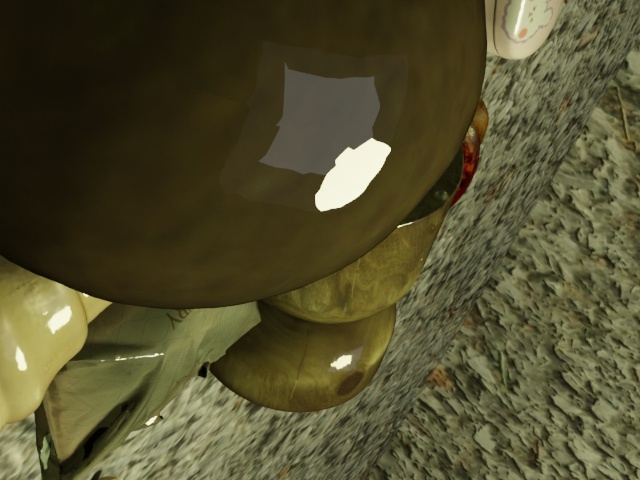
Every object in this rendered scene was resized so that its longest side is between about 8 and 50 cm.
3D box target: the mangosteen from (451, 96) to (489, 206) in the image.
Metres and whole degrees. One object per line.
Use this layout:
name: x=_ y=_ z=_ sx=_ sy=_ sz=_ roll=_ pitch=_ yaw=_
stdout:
mangosteen: x=0.081 y=-0.110 z=1.544 sx=0.181 sy=0.156 sz=0.146 roll=-61 pitch=150 yaw=-13

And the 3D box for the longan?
longan: x=-0.049 y=-0.103 z=0.812 sx=0.300 sy=0.243 sz=0.300 roll=-44 pitch=154 yaw=-28

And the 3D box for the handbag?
handbag: x=-0.128 y=0.062 z=1.255 sx=0.270 sy=0.117 sz=0.182 roll=-47 pitch=150 yaw=-38

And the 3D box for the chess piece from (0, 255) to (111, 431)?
chess piece: x=-0.104 y=-0.009 z=0.989 sx=0.307 sy=0.124 sz=0.138 roll=-34 pitch=134 yaw=-19

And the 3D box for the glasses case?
glasses case: x=0.171 y=-0.292 z=1.384 sx=0.113 sy=0.075 sz=0.296 roll=-40 pitch=140 yaw=-52

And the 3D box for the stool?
stool: x=0.000 y=0.000 z=1.423 sx=0.179 sy=0.179 sz=0.264 roll=-45 pitch=165 yaw=-38

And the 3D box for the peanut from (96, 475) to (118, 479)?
peanut: x=-0.216 y=0.259 z=1.623 sx=0.083 sy=0.037 sz=0.037 roll=-57 pitch=168 yaw=17
